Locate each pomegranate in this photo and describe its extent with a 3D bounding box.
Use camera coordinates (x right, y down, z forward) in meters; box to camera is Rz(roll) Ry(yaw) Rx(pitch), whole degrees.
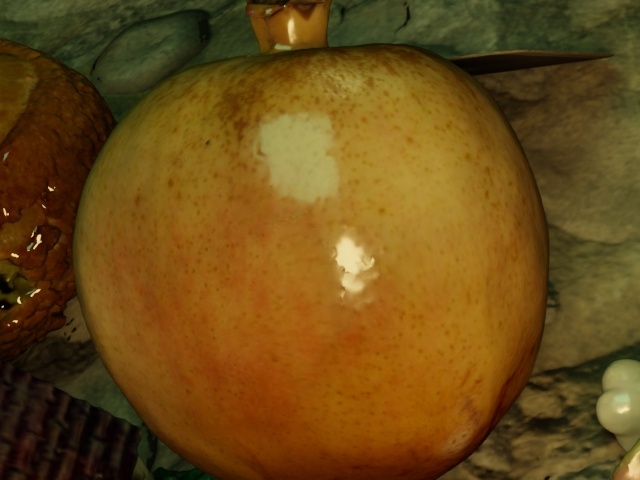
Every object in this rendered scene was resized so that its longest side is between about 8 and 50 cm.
[{"bbox_3d":[0.000,0.000,1.226,0.319,0.319,0.319,-15,41,14],"label":"pomegranate"}]

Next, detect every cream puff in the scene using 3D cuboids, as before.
[{"bbox_3d":[-0.273,-0.015,1.486,0.303,0.212,0.303,-17,32,11],"label":"cream puff"}]

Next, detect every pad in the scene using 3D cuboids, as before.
[{"bbox_3d":[0.095,-0.121,1.411,0.176,0.002,0.266,-6,2,24],"label":"pad"}]

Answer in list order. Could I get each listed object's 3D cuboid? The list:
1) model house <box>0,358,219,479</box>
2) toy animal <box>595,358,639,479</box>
[{"bbox_3d":[-0.187,0.189,1.185,0.230,0.249,0.280,-8,43,20],"label":"model house"},{"bbox_3d":[0.303,0.072,1.086,0.363,0.180,0.181,7,14,28],"label":"toy animal"}]
